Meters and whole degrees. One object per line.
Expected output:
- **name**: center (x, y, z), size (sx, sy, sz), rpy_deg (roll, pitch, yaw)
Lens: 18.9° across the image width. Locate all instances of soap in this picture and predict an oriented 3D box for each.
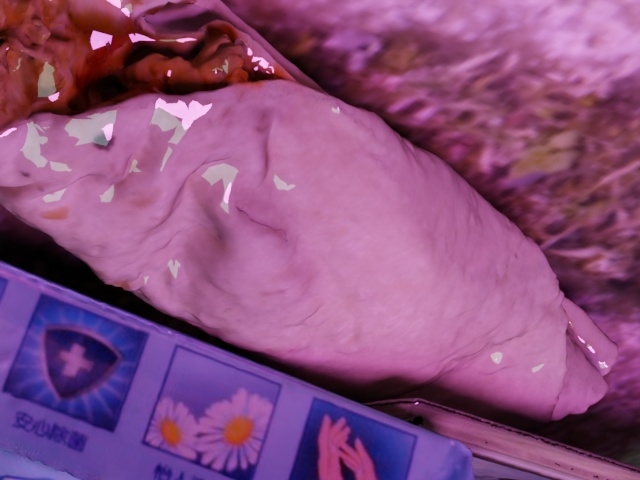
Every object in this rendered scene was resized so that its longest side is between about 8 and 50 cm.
- **soap**: center (-0.076, 0.089, 0.722), size (0.293, 0.077, 0.156), rpy_deg (23, 149, -8)

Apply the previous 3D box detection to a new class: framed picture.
- **framed picture**: center (0.059, 0.119, 0.872), size (0.296, 0.019, 0.232), rpy_deg (20, 159, -40)

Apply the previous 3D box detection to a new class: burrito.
- **burrito**: center (0.000, 0.000, 0.701), size (0.117, 0.076, 0.392), rpy_deg (-26, 147, 21)
